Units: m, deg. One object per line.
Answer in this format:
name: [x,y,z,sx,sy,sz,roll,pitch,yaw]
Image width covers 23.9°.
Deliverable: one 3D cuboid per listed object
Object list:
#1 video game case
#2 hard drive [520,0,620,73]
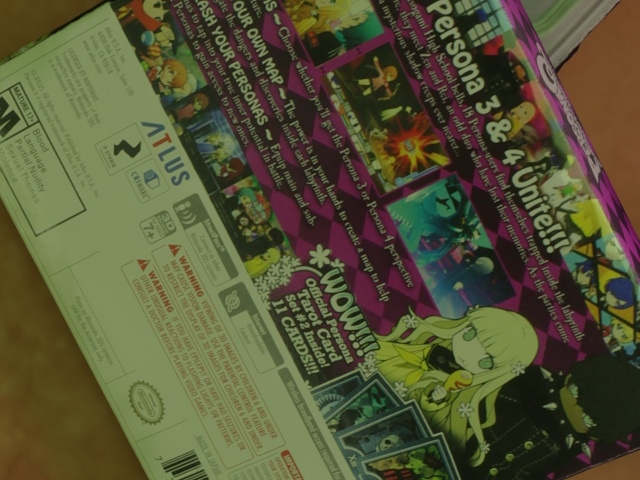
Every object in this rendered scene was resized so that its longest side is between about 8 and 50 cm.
video game case: [0.000,0.000,0.563,0.210,0.042,0.232,-26,94,21]
hard drive: [0.077,-0.224,0.533,0.237,0.064,0.339,41,113,-6]
